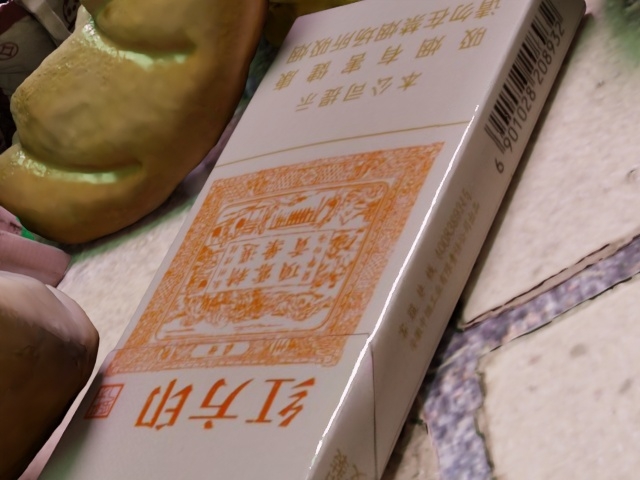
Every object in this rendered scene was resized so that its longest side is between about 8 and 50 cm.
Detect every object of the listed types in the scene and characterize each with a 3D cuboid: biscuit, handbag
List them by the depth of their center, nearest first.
[{"bbox_3d":[-0.122,-0.117,1.031,0.045,0.154,0.299,-30,-33,-59],"label":"biscuit"},{"bbox_3d":[-0.181,-0.178,1.173,0.213,0.127,0.235,-51,-5,-11],"label":"handbag"}]

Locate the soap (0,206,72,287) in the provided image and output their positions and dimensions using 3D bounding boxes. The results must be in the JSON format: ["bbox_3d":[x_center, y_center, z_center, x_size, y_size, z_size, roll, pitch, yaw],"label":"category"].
[{"bbox_3d":[-0.341,0.024,1.095,0.273,0.218,0.098,-14,61,43],"label":"soap"}]

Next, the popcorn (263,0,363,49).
[{"bbox_3d":[-0.022,-0.229,1.087,0.197,0.156,0.197,-39,37,38],"label":"popcorn"}]

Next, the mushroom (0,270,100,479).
[{"bbox_3d":[-0.317,0.143,0.866,0.397,0.224,0.313,-4,87,18],"label":"mushroom"}]

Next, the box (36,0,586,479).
[{"bbox_3d":[-0.001,0.000,0.876,0.205,0.051,0.365,-6,47,43],"label":"box"}]
